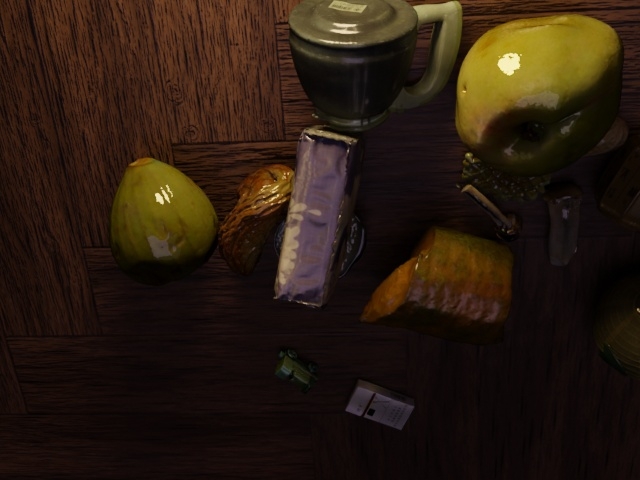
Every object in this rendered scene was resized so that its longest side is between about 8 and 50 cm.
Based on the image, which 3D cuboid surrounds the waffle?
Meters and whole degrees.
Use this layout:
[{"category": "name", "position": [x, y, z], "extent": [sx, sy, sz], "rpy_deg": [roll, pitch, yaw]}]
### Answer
[{"category": "waffle", "position": [0.387, -0.144, 1.740], "extent": [0.183, 0.036, 0.169], "rpy_deg": [14, 142, 11]}]

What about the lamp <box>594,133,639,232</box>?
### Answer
[{"category": "lamp", "position": [0.659, -0.117, 1.701], "extent": [0.161, 0.161, 0.185], "rpy_deg": [22, 114, -8]}]

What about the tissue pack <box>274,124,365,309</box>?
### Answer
[{"category": "tissue pack", "position": [0.002, -0.052, 1.682], "extent": [0.125, 0.242, 0.344], "rpy_deg": [11, 102, 5]}]

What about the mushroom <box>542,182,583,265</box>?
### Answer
[{"category": "mushroom", "position": [0.522, -0.028, 1.811], "extent": [0.084, 0.071, 0.209], "rpy_deg": [-1, 122, 11]}]

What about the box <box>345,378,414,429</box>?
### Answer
[{"category": "box", "position": [0.148, 0.410, 2.093], "extent": [0.154, 0.040, 0.084], "rpy_deg": [20, 119, -8]}]

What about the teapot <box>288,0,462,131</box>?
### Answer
[{"category": "teapot", "position": [0.090, -0.351, 1.615], "extent": [0.239, 0.321, 0.239], "rpy_deg": [29, 139, 32]}]

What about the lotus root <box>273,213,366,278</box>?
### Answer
[{"category": "lotus root", "position": [0.003, -0.003, 1.859], "extent": [0.203, 0.078, 0.183], "rpy_deg": [-40, 95, 15]}]

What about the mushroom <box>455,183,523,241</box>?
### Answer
[{"category": "mushroom", "position": [0.367, -0.068, 1.800], "extent": [0.187, 0.060, 0.061], "rpy_deg": [42, 69, -20]}]

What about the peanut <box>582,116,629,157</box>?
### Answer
[{"category": "peanut", "position": [0.525, -0.209, 1.694], "extent": [0.194, 0.093, 0.083], "rpy_deg": [-9, 88, 7]}]

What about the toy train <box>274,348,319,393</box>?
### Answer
[{"category": "toy train", "position": [-0.056, 0.317, 2.036], "extent": [0.122, 0.081, 0.050], "rpy_deg": [36, 118, -12]}]

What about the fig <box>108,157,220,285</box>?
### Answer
[{"category": "fig", "position": [-0.345, -0.044, 1.780], "extent": [0.239, 0.239, 0.271], "rpy_deg": [-21, 95, 15]}]

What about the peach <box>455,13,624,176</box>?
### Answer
[{"category": "peach", "position": [0.402, -0.269, 1.542], "extent": [0.314, 0.316, 0.282], "rpy_deg": [-11, 119, 17]}]

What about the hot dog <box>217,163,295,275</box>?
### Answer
[{"category": "hot dog", "position": [-0.143, -0.055, 1.776], "extent": [0.114, 0.175, 0.259], "rpy_deg": [26, 125, -3]}]

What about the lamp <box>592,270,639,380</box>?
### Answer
[{"category": "lamp", "position": [0.709, 0.171, 1.790], "extent": [0.250, 0.250, 0.284], "rpy_deg": [-17, 146, 13]}]

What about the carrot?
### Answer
[{"category": "carrot", "position": [0.265, 0.095, 1.800], "extent": [0.340, 0.241, 0.242], "rpy_deg": [13, 119, -6]}]
